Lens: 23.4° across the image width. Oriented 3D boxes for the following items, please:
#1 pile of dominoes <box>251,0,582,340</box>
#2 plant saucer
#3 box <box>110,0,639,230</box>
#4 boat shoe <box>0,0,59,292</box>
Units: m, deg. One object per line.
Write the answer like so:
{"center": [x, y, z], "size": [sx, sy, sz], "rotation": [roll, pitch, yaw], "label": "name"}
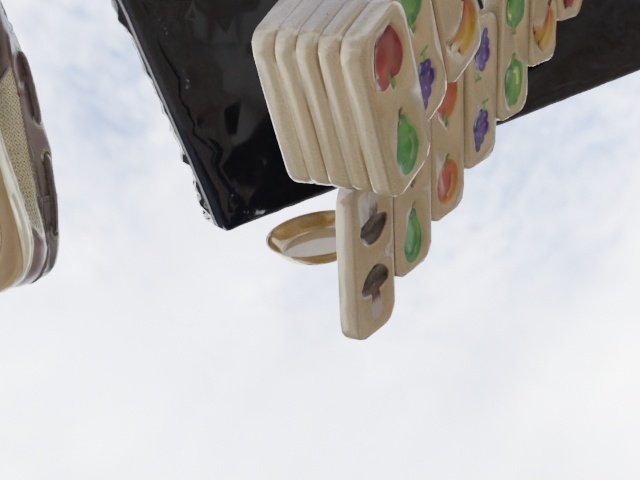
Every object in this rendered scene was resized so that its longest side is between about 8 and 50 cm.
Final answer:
{"center": [0.060, -0.107, 0.542], "size": [0.251, 0.040, 0.196], "rotation": [-54, -38, -38], "label": "pile of dominoes"}
{"center": [0.000, 0.000, 1.188], "size": [0.083, 0.083, 0.015], "rotation": [-22, -63, -27], "label": "plant saucer"}
{"center": [0.033, -0.191, 0.841], "size": [0.296, 0.294, 0.183], "rotation": [-21, -61, 1], "label": "box"}
{"center": [-0.251, -0.100, 1.106], "size": [0.103, 0.285, 0.092], "rotation": [-17, -4, 19], "label": "boat shoe"}
